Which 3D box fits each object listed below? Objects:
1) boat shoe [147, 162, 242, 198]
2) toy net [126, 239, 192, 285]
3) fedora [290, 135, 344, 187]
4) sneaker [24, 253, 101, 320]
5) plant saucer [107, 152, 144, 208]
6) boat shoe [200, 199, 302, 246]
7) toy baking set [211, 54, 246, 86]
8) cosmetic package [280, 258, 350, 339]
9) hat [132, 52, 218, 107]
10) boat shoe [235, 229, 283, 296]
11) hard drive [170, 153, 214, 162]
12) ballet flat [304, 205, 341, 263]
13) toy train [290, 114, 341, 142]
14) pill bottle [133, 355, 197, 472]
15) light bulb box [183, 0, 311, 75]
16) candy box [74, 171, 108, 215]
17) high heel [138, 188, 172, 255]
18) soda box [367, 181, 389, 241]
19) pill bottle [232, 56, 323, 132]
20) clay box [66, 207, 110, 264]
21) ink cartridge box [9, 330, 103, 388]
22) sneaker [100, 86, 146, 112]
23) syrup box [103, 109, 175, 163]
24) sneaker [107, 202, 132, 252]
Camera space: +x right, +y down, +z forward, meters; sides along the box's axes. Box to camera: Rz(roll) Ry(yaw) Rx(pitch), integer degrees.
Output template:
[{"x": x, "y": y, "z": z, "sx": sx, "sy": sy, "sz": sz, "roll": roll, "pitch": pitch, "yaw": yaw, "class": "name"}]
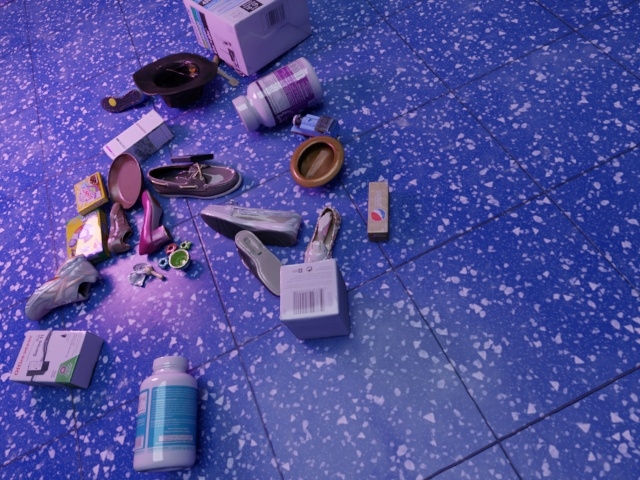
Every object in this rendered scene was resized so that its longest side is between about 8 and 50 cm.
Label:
[{"x": -0.436, "y": -0.214, "z": 1.537, "sx": 0.323, "sy": 0.097, "sz": 0.117, "roll": -1, "pitch": 61, "yaw": 12, "class": "boat shoe"}, {"x": -0.524, "y": 0.069, "z": 1.431, "sx": 0.231, "sy": 0.045, "sz": 0.122, "roll": -18, "pitch": 60, "yaw": 3, "class": "toy net"}, {"x": -0.005, "y": -0.247, "z": 1.462, "sx": 0.194, "sy": 0.079, "sz": 0.195, "roll": -7, "pitch": 67, "yaw": 16, "class": "fedora"}, {"x": -0.815, "y": 0.172, "z": 1.417, "sx": 0.121, "sy": 0.099, "sz": 0.262, "roll": 43, "pitch": 91, "yaw": -2, "class": "sneaker"}, {"x": -0.685, "y": -0.209, "z": 1.584, "sx": 0.198, "sy": 0.036, "sz": 0.199, "roll": 1, "pitch": 92, "yaw": 34, "class": "plant saucer"}, {"x": -0.219, "y": -0.063, "z": 1.400, "sx": 0.319, "sy": 0.118, "sz": 0.103, "roll": 9, "pitch": 58, "yaw": 13, "class": "boat shoe"}, {"x": -0.364, "y": -0.747, "z": 1.853, "sx": 0.196, "sy": 0.030, "sz": 0.257, "roll": 11, "pitch": 65, "yaw": 18, "class": "toy baking set"}, {"x": -0.011, "y": 0.161, "z": 1.182, "sx": 0.151, "sy": 0.184, "sz": 0.152, "roll": -8, "pitch": 61, "yaw": 9, "class": "cosmetic package"}, {"x": -0.563, "y": -0.613, "z": 1.766, "sx": 0.330, "sy": 0.134, "sz": 0.332, "roll": 2, "pitch": 48, "yaw": -2, "class": "hat"}, {"x": -0.177, "y": 0.076, "z": 1.339, "sx": 0.084, "sy": 0.079, "sz": 0.233, "roll": -29, "pitch": 70, "yaw": -33, "class": "boat shoe"}, {"x": -0.452, "y": -0.289, "z": 1.569, "sx": 0.135, "sy": 0.022, "sz": 0.094, "roll": 9, "pitch": 20, "yaw": 43, "class": "hard drive"}, {"x": 0.000, "y": 0.000, "z": 1.332, "sx": 0.091, "sy": 0.077, "sz": 0.241, "roll": 6, "pitch": 64, "yaw": 15, "class": "ballet flat"}, {"x": -0.016, "y": -0.381, "z": 1.528, "sx": 0.184, "sy": 0.105, "sz": 0.080, "roll": 21, "pitch": 68, "yaw": 22, "class": "toy train"}, {"x": -0.389, "y": 0.439, "z": 1.139, "sx": 0.146, "sy": 0.146, "sz": 0.264, "roll": -10, "pitch": 60, "yaw": 7, "class": "pill bottle"}, {"x": -0.291, "y": -0.906, "z": 1.796, "sx": 0.358, "sy": 0.225, "sz": 0.361, "roll": -41, "pitch": 61, "yaw": -19, "class": "light bulb box"}, {"x": -0.834, "y": -0.172, "z": 1.617, "sx": 0.105, "sy": 0.027, "sz": 0.206, "roll": -35, "pitch": 45, "yaw": -6, "class": "candy box"}, {"x": -0.590, "y": -0.064, "z": 1.508, "sx": 0.117, "sy": 0.082, "sz": 0.244, "roll": -31, "pitch": 66, "yaw": -1, "class": "high heel"}, {"x": 0.177, "y": -0.089, "z": 1.351, "sx": 0.061, "sy": 0.058, "sz": 0.182, "roll": -1, "pitch": 62, "yaw": 12, "class": "soda box"}, {"x": -0.155, "y": -0.512, "z": 1.597, "sx": 0.301, "sy": 0.169, "sz": 0.169, "roll": -29, "pitch": 59, "yaw": -3, "class": "pill bottle"}, {"x": -0.805, "y": -0.018, "z": 1.539, "sx": 0.127, "sy": 0.053, "sz": 0.222, "roll": -23, "pitch": 60, "yaw": -1, "class": "clay box"}, {"x": -0.774, "y": 0.348, "z": 1.310, "sx": 0.208, "sy": 0.087, "sz": 0.153, "roll": -3, "pitch": 61, "yaw": 12, "class": "ink cartridge box"}, {"x": -0.813, "y": -0.588, "z": 1.858, "sx": 0.209, "sy": 0.069, "sz": 0.082, "roll": -11, "pitch": 27, "yaw": 16, "class": "sneaker"}, {"x": -0.683, "y": -0.372, "z": 1.682, "sx": 0.236, "sy": 0.093, "sz": 0.096, "roll": -41, "pitch": 61, "yaw": -11, "class": "syrup box"}, {"x": -0.678, "y": -0.043, "z": 1.529, "sx": 0.071, "sy": 0.066, "sz": 0.189, "roll": -3, "pitch": 65, "yaw": -7, "class": "sneaker"}]
